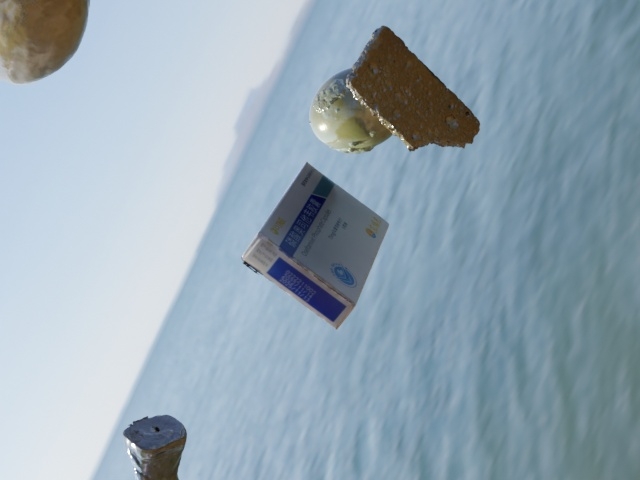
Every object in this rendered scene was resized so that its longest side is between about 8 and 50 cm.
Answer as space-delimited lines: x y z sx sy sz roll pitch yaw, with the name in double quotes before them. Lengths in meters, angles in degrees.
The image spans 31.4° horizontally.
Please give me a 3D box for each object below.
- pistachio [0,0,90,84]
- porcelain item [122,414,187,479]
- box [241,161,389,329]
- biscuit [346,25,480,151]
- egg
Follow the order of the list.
"pistachio" -0.473 -0.360 1.849 0.293 0.181 0.162 -41 66 49
"porcelain item" -0.228 0.347 1.588 0.081 0.069 0.216 -18 -53 -34
"box" 0.000 0.000 1.972 0.065 0.200 0.343 -51 5 27
"biscuit" 0.142 -0.206 1.729 0.026 0.237 0.131 -11 43 54
"egg" 0.070 -0.249 2.152 0.201 0.164 0.164 -21 33 34
